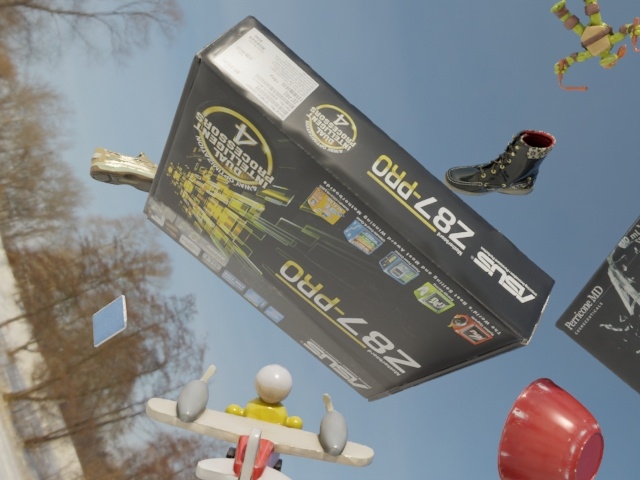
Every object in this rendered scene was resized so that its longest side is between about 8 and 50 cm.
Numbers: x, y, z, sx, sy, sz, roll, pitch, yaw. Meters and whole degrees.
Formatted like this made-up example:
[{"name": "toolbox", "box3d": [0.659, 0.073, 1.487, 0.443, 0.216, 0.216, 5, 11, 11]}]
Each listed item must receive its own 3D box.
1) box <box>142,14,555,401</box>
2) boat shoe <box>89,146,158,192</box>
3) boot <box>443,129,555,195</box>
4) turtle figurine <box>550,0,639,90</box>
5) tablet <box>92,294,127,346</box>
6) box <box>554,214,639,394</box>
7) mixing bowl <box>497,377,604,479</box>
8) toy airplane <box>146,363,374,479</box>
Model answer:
[{"name": "box", "box3d": [0.000, 0.000, 0.671, 0.395, 0.097, 0.318, 41, -32, -4]}, {"name": "boat shoe", "box3d": [-0.347, -0.141, 1.167, 0.068, 0.189, 0.072, -26, -122, 49]}, {"name": "boot", "box3d": [0.431, -0.191, 1.446, 0.179, 0.236, 0.085, 100, -10, -55]}, {"name": "turtle figurine", "box3d": [0.664, -0.499, 1.424, 0.269, 0.087, 0.217, -24, -77, 50]}, {"name": "tablet", "box3d": [-0.320, 0.123, 0.908, 0.083, 0.006, 0.054, -30, -121, 30]}, {"name": "box", "box3d": [0.911, 0.151, 1.386, 0.472, 0.297, 0.480, 44, -43, 27]}, {"name": "mixing bowl", "box3d": [0.359, 0.309, 0.899, 0.098, 0.181, 0.182, 13, -62, 48]}, {"name": "toy airplane", "box3d": [-0.131, 0.405, 1.303, 0.384, 0.386, 0.273, 1, -108, 45]}]
